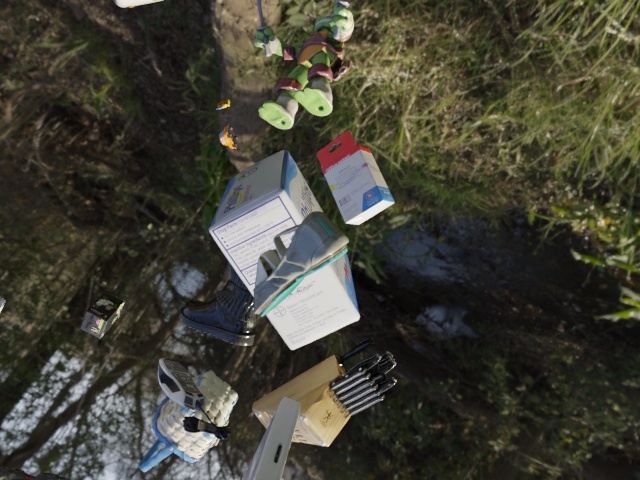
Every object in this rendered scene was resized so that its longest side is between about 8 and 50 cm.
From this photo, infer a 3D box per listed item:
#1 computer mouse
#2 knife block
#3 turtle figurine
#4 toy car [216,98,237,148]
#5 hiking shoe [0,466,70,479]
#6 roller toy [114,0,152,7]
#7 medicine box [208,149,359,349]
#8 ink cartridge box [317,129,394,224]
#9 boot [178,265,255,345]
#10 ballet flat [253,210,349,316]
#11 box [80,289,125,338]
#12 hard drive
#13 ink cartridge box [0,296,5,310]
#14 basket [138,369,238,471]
[{"bbox_3d":[-0.249,0.293,0.952,0.193,0.042,0.106,40,-178,36],"label":"computer mouse"},{"bbox_3d":[0.019,0.306,1.081,0.276,0.242,0.088,-19,108,48],"label":"knife block"},{"bbox_3d":[-0.042,-0.359,0.926,0.198,0.266,0.274,7,153,7],"label":"turtle figurine"},{"bbox_3d":[-0.237,-0.288,1.293,0.041,0.122,0.060,-13,155,12],"label":"toy car"},{"bbox_3d":[-0.650,0.538,1.071,0.227,0.114,0.086,14,152,-12],"label":"hiking shoe"},{"bbox_3d":[-0.462,-0.669,1.235,0.209,0.146,0.191,39,145,58],"label":"roller toy"},{"bbox_3d":[-0.061,0.008,0.995,0.289,0.149,0.263,60,-170,-23],"label":"medicine box"},{"bbox_3d":[0.094,-0.176,1.444,0.134,0.231,0.078,-31,162,29],"label":"ink cartridge box"},{"bbox_3d":[-0.318,0.180,1.713,0.348,0.260,0.131,12,-178,34],"label":"boot"},{"bbox_3d":[-0.040,0.028,0.632,0.068,0.072,0.213,52,140,3],"label":"ballet flat"},{"bbox_3d":[-0.488,0.166,1.155,0.052,0.083,0.062,28,120,-4],"label":"box"},{"bbox_3d":[-0.117,0.440,0.887,0.040,0.203,0.307,22,127,-1],"label":"hard drive"},{"bbox_3d":[-0.700,0.136,0.845,0.233,0.171,0.168,31,-164,-8],"label":"ink cartridge box"},{"bbox_3d":[-0.405,0.551,1.553,0.289,0.254,0.201,-35,102,26],"label":"basket"}]
